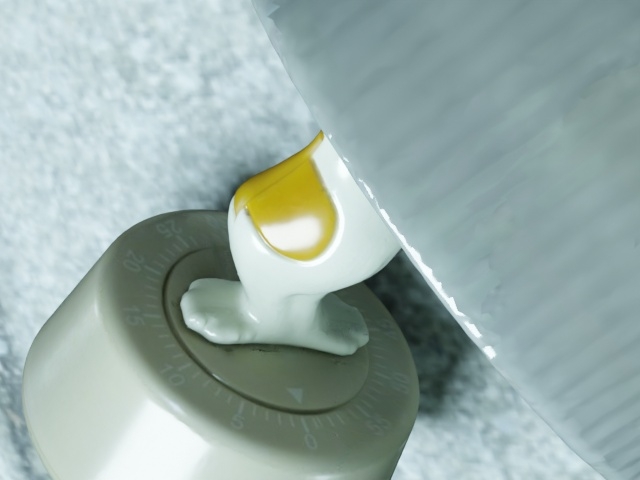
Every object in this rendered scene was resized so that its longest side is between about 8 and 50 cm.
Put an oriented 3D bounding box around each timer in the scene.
[{"bbox_3d":[0.000,0.000,0.809,0.175,0.175,0.266,36,126,6],"label":"timer"}]

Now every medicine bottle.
[{"bbox_3d":[0.183,-0.119,0.471,0.384,0.224,0.224,-36,98,12],"label":"medicine bottle"}]
